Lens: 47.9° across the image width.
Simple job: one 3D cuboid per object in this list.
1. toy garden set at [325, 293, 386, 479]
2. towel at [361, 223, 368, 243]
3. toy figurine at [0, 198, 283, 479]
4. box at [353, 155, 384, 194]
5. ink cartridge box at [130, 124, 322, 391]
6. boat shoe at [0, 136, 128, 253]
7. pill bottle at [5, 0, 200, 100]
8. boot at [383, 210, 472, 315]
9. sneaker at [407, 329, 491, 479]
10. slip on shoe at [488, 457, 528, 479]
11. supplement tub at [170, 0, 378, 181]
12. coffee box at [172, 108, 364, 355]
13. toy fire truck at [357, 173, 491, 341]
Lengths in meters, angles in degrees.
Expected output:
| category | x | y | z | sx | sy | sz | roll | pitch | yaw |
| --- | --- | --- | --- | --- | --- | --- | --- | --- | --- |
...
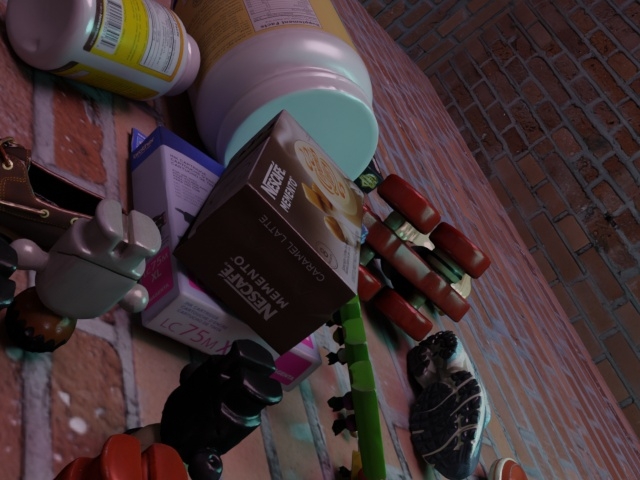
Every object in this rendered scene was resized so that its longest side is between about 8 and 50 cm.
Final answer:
| category | x | y | z | sx | sy | sz | roll | pitch | yaw |
| --- | --- | --- | --- | --- | --- | --- | --- | --- | --- |
| toy garden set | 0.030 | 0.160 | 0.768 | 0.244 | 0.049 | 0.203 | -97 | 179 | -62 |
| towel | 0.000 | 0.000 | 0.967 | 0.067 | 0.119 | 0.029 | 56 | -15 | 11 |
| toy figurine | -0.154 | 0.094 | 0.443 | 0.209 | 0.148 | 0.213 | 48 | 22 | 2 |
| box | 0.038 | -0.218 | 1.481 | 0.175 | 0.051 | 0.220 | 38 | 25 | -36 |
| ink cartridge box | -0.110 | -0.003 | 0.771 | 0.186 | 0.065 | 0.311 | 34 | 23 | -38 |
| boat shoe | -0.245 | -0.047 | 0.559 | 0.207 | 0.073 | 0.073 | 33 | 29 | -41 |
| pill bottle | -0.231 | -0.227 | 0.812 | 0.117 | 0.117 | 0.215 | 60 | 21 | 16 |
| boot | 0.211 | 0.014 | 1.429 | 0.203 | 0.095 | 0.262 | 50 | 25 | -7 |
| sneaker | 0.203 | 0.241 | 1.023 | 0.122 | 0.110 | 0.283 | 51 | 20 | -16 |
| slip on shoe | 0.329 | 0.445 | 0.975 | 0.123 | 0.101 | 0.331 | 29 | 30 | -45 |
| supplement tub | -0.068 | -0.233 | 1.001 | 0.241 | 0.241 | 0.331 | 31 | 30 | -47 |
| coffee box | -0.038 | -0.021 | 0.719 | 0.141 | 0.098 | 0.246 | 45 | 20 | -14 |
| toy fire truck | 0.102 | 0.004 | 1.137 | 0.302 | 0.169 | 0.254 | 39 | 4 | -30 |
